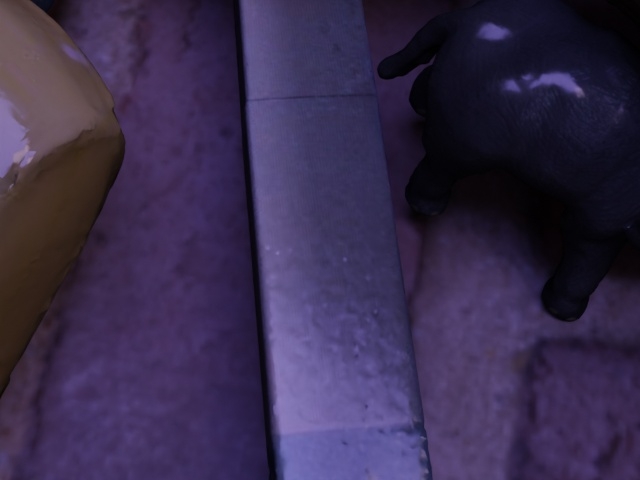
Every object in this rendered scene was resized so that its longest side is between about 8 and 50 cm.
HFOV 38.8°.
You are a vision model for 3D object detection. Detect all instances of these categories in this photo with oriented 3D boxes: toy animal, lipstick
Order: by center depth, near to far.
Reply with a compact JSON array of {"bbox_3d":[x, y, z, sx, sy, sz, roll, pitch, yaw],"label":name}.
[{"bbox_3d":[0.145,-0.020,0.419,0.270,0.137,0.082,30,66,5],"label":"toy animal"},{"bbox_3d":[0.000,0.000,0.438,0.068,0.066,0.317,-4,68,-6],"label":"lipstick"}]

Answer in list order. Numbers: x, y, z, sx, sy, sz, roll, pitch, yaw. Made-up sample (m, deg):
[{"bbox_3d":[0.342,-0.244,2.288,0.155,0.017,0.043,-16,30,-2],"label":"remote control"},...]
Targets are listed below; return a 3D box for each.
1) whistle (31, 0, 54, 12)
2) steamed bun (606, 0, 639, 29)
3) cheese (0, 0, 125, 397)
[{"bbox_3d":[-0.188,-0.133,0.470,0.090,0.090,0.158,33,69,9],"label":"whistle"},{"bbox_3d":[0.276,-0.123,0.350,0.310,0.324,0.219,28,104,-15],"label":"steamed bun"},{"bbox_3d":[-0.257,-0.030,0.384,0.316,0.128,0.259,30,82,12],"label":"cheese"}]
